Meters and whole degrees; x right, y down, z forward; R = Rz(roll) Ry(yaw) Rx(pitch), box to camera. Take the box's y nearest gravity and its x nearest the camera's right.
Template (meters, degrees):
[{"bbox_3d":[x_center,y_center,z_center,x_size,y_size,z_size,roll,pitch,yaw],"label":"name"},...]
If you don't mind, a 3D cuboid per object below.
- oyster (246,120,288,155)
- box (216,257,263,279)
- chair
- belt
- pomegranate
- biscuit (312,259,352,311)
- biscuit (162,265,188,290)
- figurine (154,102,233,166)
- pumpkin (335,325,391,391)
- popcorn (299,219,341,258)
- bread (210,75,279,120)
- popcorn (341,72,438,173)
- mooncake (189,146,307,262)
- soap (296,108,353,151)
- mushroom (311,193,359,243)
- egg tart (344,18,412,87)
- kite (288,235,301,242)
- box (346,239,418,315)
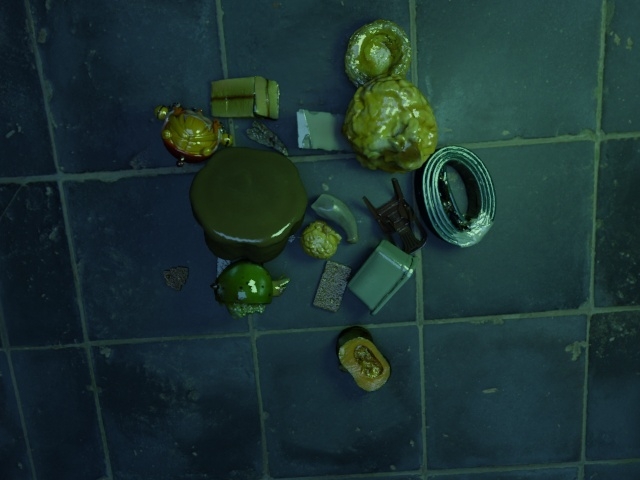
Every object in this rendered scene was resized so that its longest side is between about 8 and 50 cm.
[{"bbox_3d":[-0.224,-0.447,1.845,0.199,0.061,0.106,17,99,-2],"label":"oyster"},{"bbox_3d":[-0.366,0.097,1.947,0.211,0.058,0.350,4,101,-2],"label":"box"},{"bbox_3d":[0.342,-0.088,1.880,0.175,0.183,0.326,-31,143,5],"label":"chair"},{"bbox_3d":[0.577,-0.190,1.829,0.300,0.173,0.437,-19,100,1],"label":"belt"},{"bbox_3d":[-0.293,0.201,1.824,0.340,0.260,0.261,-6,102,-31],"label":"pomegranate"},{"bbox_3d":[0.055,0.214,1.979,0.131,0.025,0.231,19,100,-2],"label":"biscuit"},{"bbox_3d":[-0.665,0.168,1.980,0.130,0.019,0.119,-35,98,7],"label":"biscuit"},{"bbox_3d":[-0.518,-0.425,1.712,0.320,0.323,0.196,20,115,-16],"label":"figurine"},{"bbox_3d":[0.187,0.565,1.989,0.221,0.139,0.317,-35,101,3],"label":"pumpkin"},{"bbox_3d":[0.000,0.000,1.875,0.170,0.180,0.180,-31,100,-29],"label":"popcorn"},{"bbox_3d":[-0.324,-0.606,1.829,0.264,0.163,0.168,10,103,30],"label":"bread"},{"bbox_3d":[0.283,-0.459,1.710,0.344,0.354,0.390,-12,95,43],"label":"popcorn"},{"bbox_3d":[-0.287,-0.142,1.722,0.466,0.262,0.467,4,70,-12],"label":"mooncake"},{"bbox_3d":[0.045,-0.446,1.745,0.302,0.258,0.159,0,99,0],"label":"soap"},{"bbox_3d":[0.086,-0.101,1.887,0.270,0.103,0.118,42,98,-12],"label":"mushroom"},{"bbox_3d":[0.233,-0.753,1.759,0.288,0.118,0.288,0,101,-1],"label":"egg tart"},{"bbox_3d":[-0.122,-0.008,1.953,0.078,0.002,0.044,21,100,-3],"label":"kite"},{"bbox_3d":[0.262,0.152,1.867,0.182,0.175,0.312,38,119,4],"label":"box"}]
